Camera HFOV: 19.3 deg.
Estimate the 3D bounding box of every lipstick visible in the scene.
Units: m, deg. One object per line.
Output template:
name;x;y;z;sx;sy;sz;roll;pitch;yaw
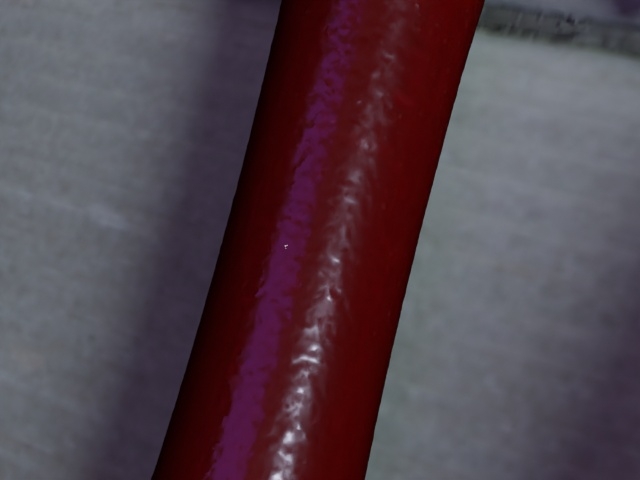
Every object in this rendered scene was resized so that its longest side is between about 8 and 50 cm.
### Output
lipstick;0.000;0.000;0.697;0.080;0.080;0.241;5;74;37
